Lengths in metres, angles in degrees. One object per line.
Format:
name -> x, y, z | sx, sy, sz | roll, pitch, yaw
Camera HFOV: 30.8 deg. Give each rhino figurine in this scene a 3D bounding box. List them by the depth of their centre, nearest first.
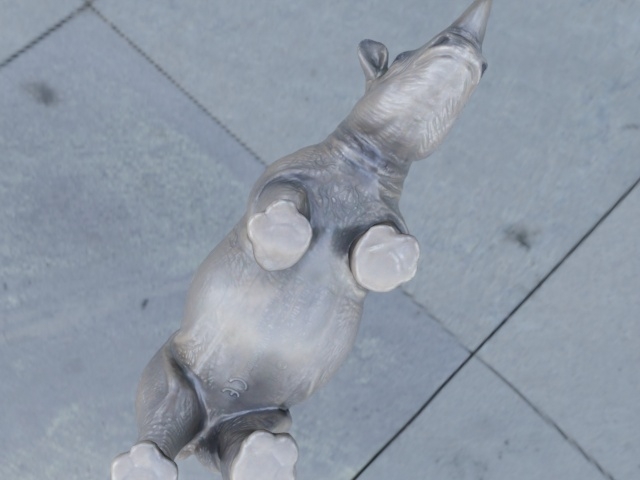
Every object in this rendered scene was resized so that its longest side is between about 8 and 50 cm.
rhino figurine -> 0.000, 0.000, 0.475 | 0.073, 0.106, 0.243 | 32, 92, -6
